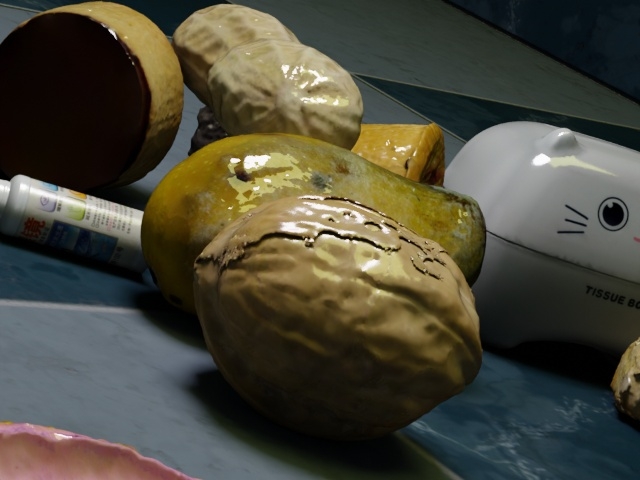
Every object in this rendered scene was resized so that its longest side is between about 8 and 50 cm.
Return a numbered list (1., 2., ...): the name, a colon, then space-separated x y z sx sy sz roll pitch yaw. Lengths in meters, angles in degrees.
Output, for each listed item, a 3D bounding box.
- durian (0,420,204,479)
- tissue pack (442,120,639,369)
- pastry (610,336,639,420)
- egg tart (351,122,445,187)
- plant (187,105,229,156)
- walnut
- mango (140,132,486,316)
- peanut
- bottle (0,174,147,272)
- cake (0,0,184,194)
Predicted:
1. durian: -0.132 0.184 1.162 0.191 0.112 0.341 20 3 35
2. tissue pack: 0.287 0.004 2.103 0.333 0.236 0.229 17 15 -18
3. pastry: 0.364 0.152 1.980 0.153 0.081 0.153 24 15 -7
4. egg tart: 0.035 -0.035 2.005 0.147 0.202 0.202 14 13 10
5. plant: -0.042 -0.099 2.223 0.203 0.131 0.142 29 13 21
6. walnut: 0.012 0.062 1.623 0.245 0.198 0.198 23 15 -4
7. mango: -0.005 0.006 1.815 0.330 0.176 0.175 15 29 -32
8. peanut: -0.061 -0.155 1.956 0.136 0.120 0.298 23 11 -31
9. bottle: -0.255 -0.027 1.813 0.217 0.060 0.060 18 15 -16
10. cake: -0.227 -0.137 2.018 0.185 0.207 0.178 14 3 18
